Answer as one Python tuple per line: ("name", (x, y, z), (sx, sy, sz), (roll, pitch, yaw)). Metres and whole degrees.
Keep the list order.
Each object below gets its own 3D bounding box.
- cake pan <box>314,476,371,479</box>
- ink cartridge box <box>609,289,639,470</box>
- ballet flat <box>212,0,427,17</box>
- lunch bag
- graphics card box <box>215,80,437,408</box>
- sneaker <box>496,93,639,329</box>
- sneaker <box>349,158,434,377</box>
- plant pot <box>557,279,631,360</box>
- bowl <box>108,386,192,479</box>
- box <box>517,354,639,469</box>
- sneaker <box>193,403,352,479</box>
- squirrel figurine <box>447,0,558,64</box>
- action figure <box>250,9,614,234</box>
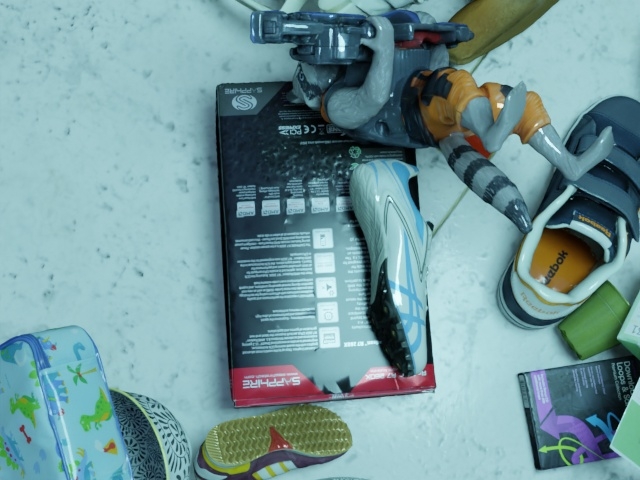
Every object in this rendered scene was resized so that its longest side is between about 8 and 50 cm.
("cake pan", (0.027, 0.415, 1.072), (0.293, 0.054, 0.293), (1, 81, -4))
("ink cartridge box", (0.397, 0.152, 1.096), (0.171, 0.056, 0.235), (37, 78, -35))
("ballet flat", (0.003, -0.304, 1.090), (0.409, 0.147, 0.147), (17, 77, 36))
("lunch bag", (-0.296, 0.213, 1.031), (0.090, 0.176, 0.219), (-9, 79, -48))
("graphics card box", (0.000, 0.000, 1.120), (0.232, 0.094, 0.371), (-4, 82, -6))
("sneaker", (0.323, -0.042, 1.135), (0.126, 0.127, 0.321), (27, 78, 2))
("sneaker", (0.091, 0.027, 1.037), (0.086, 0.085, 0.237), (-7, 84, -16))
("plant pot", (0.327, 0.100, 1.139), (0.079, 0.083, 0.083), (-33, 84, 4))
("bowl", (-0.195, 0.238, 1.060), (0.080, 0.170, 0.170), (-7, 77, -50))
("box", (0.325, 0.201, 1.141), (0.162, 0.029, 0.116), (-9, 81, -6))
("sneaker", (-0.055, 0.237, 1.097), (0.185, 0.084, 0.070), (1, 53, -27))
("squirrel figurine", (0.220, -0.487, 1.166), (0.397, 0.281, 0.370), (-31, 73, -22))
("action figure", (0.077, -0.137, 0.970), (0.341, 0.330, 0.179), (-8, 114, -44))
